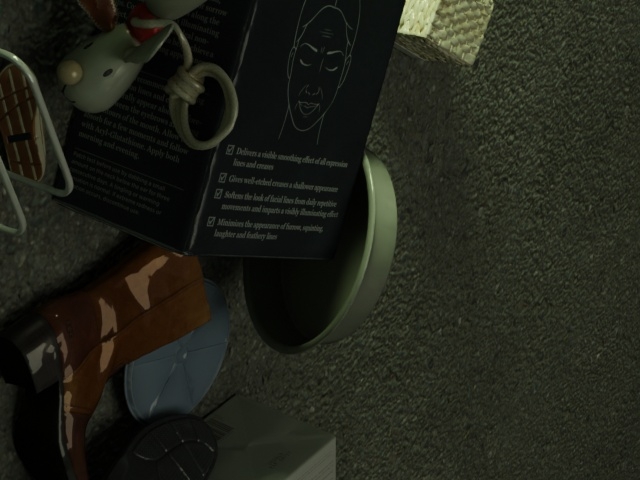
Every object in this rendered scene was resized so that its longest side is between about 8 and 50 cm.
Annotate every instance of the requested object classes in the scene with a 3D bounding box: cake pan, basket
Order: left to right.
[{"bbox_3d":[0.000,0.000,2.063,0.054,0.293,0.293,12,98,-33],"label":"cake pan"},{"bbox_3d":[0.153,-0.314,2.287,0.167,0.103,0.113,19,90,-57],"label":"basket"}]

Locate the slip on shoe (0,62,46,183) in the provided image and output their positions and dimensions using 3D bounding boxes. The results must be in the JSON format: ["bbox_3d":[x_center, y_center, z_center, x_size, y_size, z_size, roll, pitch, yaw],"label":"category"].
[{"bbox_3d":[-0.314,-0.127,1.751,0.041,0.051,0.135,-95,178,-64],"label":"slip on shoe"}]

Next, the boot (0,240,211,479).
[{"bbox_3d":[-0.244,0.147,1.966,0.280,0.096,0.264,-35,122,-38],"label":"boot"}]

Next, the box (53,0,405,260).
[{"bbox_3d":[-0.091,-0.194,1.886,0.293,0.212,0.395,4,105,-57],"label":"box"}]

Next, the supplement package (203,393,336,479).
[{"bbox_3d":[-0.096,0.393,2.243,0.177,0.175,0.293,-34,134,-45],"label":"supplement package"}]

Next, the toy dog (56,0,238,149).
[{"bbox_3d":[-0.163,-0.264,1.657,0.161,0.220,0.334,0,115,-62],"label":"toy dog"}]

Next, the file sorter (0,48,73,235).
[{"bbox_3d":[-0.397,-0.047,1.545,0.278,0.173,0.193,-46,141,-32],"label":"file sorter"}]

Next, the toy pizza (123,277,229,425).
[{"bbox_3d":[-0.187,0.139,2.099,0.201,0.032,0.201,-35,135,-44],"label":"toy pizza"}]

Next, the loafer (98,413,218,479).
[{"bbox_3d":[-0.236,0.310,2.025,0.109,0.095,0.302,57,35,-6],"label":"loafer"}]
